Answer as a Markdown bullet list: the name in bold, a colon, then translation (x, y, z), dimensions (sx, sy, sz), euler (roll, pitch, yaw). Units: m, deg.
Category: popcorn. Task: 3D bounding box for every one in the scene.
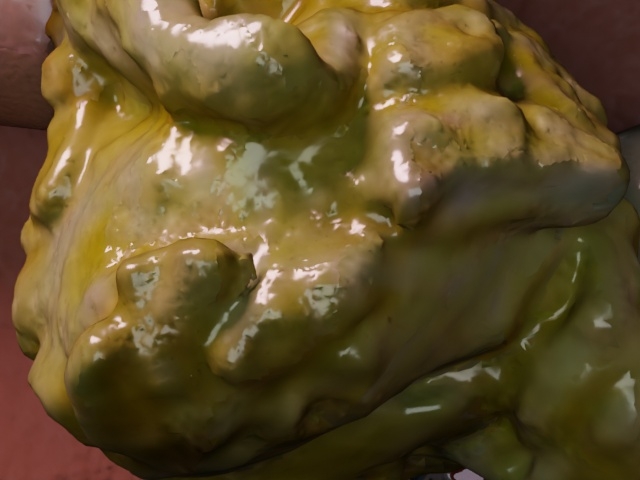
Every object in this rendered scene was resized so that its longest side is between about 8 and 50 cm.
- **popcorn**: translation (0.000, -0.008, 0.671), dimensions (0.293, 0.293, 0.237), euler (1, 70, 11)

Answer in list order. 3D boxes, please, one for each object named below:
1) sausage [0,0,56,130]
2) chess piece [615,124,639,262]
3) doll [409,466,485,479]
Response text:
- **sausage**: translation (-0.225, -0.123, 0.789), dimensions (0.253, 0.123, 0.123), euler (7, 98, 9)
- **chess piece**: translation (0.211, 0.000, 0.692), dimensions (0.243, 0.133, 0.133), euler (7, 99, 45)
- **doll**: translation (0.098, 0.115, 0.776), dimensions (0.152, 0.085, 0.114), euler (-43, 74, 4)
